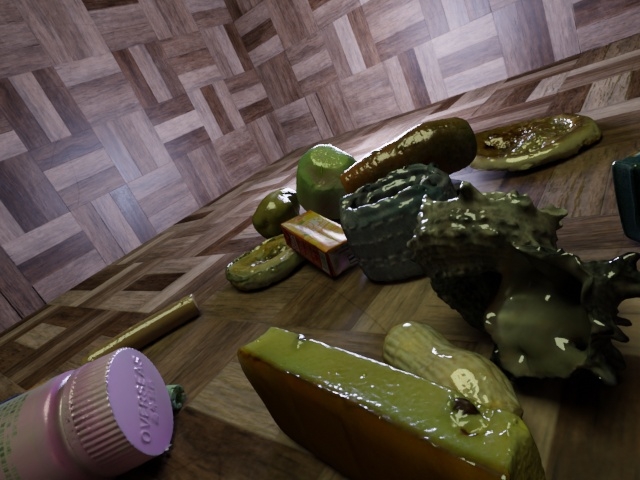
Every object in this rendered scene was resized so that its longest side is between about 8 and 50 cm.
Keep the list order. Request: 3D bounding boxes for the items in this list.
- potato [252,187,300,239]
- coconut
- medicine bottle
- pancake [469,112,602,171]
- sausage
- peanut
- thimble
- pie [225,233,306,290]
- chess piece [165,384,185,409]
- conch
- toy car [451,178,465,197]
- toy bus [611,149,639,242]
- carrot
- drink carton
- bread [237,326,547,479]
[{"bbox_3d":[-0.138,-0.084,1.321,0.137,0.155,0.200,-2,26,15],"label":"potato"},{"bbox_3d":[0.029,-0.169,1.277,0.236,0.236,0.205,-19,48,16],"label":"coconut"},{"bbox_3d":[-0.392,0.298,0.612,0.290,0.178,0.178,-27,19,-1],"label":"medicine bottle"},{"bbox_3d":[0.541,-0.265,1.098,0.356,0.065,0.356,-20,23,9],"label":"pancake"},{"bbox_3d":[-0.440,0.233,1.018,0.301,0.066,0.066,-29,20,-17],"label":"sausage"},{"bbox_3d":[0.141,0.154,0.475,0.087,0.087,0.206,-30,20,-13],"label":"peanut"},{"bbox_3d":[0.161,-0.040,0.826,0.236,0.172,0.205,-21,17,17],"label":"thimble"},{"bbox_3d":[-0.143,0.050,1.134,0.274,0.055,0.274,-22,20,8],"label":"pie"},{"bbox_3d":[-0.294,0.279,0.725,0.103,0.067,0.067,-11,22,14],"label":"chess piece"},{"bbox_3d":[0.227,0.027,0.481,0.186,0.241,0.313,-38,32,3],"label":"conch"},{"bbox_3d":[0.262,-0.108,0.996,0.108,0.089,0.209,-31,22,-12],"label":"toy car"},{"bbox_3d":[0.551,-0.096,0.545,0.275,0.138,0.167,-28,18,-11],"label":"toy bus"},{"bbox_3d":[0.196,-0.175,0.930,0.302,0.139,0.139,-27,19,11],"label":"carrot"},{"bbox_3d":[0.000,0.000,0.988,0.096,0.071,0.223,-28,31,-22],"label":"drink carton"},{"bbox_3d":[0.045,0.189,0.426,0.077,0.138,0.361,-35,22,-32],"label":"bread"}]
